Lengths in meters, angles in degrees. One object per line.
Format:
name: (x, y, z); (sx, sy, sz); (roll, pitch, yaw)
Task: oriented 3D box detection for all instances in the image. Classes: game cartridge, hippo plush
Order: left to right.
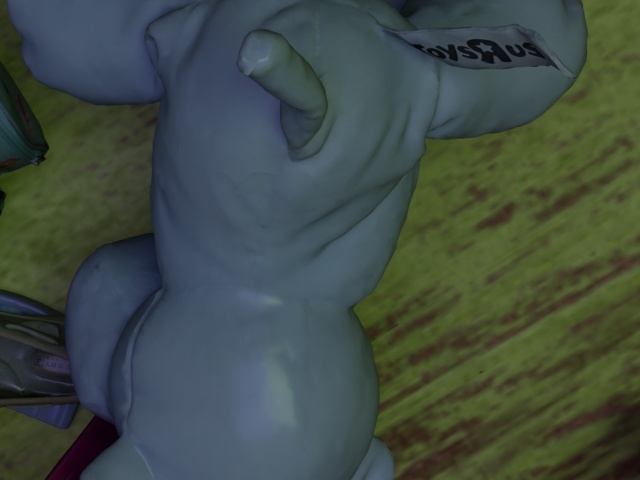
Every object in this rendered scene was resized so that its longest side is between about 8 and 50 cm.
game cartridge: (-0.158, 0.056, 0.803); (0.083, 0.017, 0.056); (22, 95, 0)
hippo plush: (0.000, 0.000, 0.677); (0.234, 0.294, 0.237); (-5, 109, -29)

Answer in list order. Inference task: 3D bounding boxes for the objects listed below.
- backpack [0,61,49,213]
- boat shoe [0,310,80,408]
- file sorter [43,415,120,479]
backpack: (-0.216, -0.057, 0.703); (0.144, 0.188, 0.166); (-35, 94, 7)
boat shoe: (-0.178, 0.059, 0.771); (0.153, 0.048, 0.056); (7, 98, 2)
file sorter: (-0.058, 0.246, 0.731); (0.290, 0.202, 0.182); (42, 99, -3)
